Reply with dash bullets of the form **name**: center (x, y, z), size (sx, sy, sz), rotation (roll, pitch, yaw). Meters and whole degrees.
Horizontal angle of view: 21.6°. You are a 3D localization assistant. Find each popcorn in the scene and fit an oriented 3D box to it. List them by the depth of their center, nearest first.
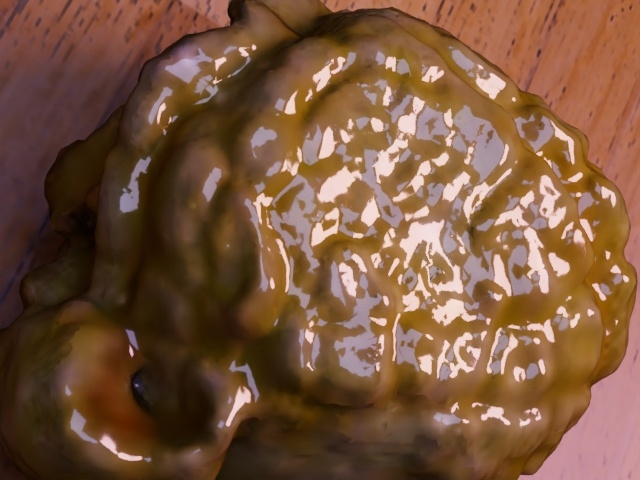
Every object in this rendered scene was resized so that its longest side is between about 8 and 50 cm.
- **popcorn**: center (0.000, 0.000, 0.724), size (0.286, 0.174, 0.225), rotation (-1, 84, -22)
